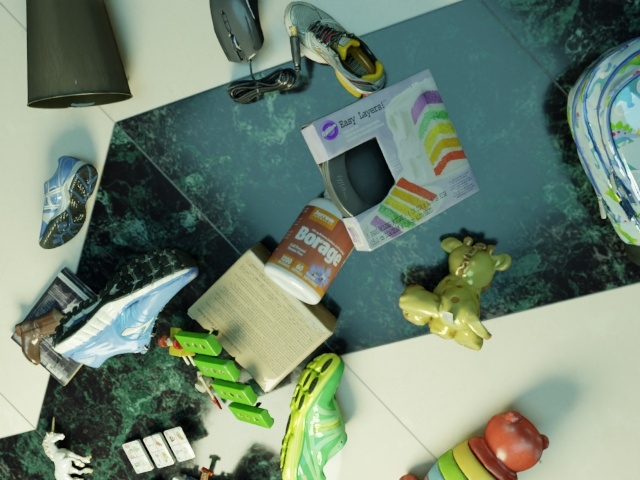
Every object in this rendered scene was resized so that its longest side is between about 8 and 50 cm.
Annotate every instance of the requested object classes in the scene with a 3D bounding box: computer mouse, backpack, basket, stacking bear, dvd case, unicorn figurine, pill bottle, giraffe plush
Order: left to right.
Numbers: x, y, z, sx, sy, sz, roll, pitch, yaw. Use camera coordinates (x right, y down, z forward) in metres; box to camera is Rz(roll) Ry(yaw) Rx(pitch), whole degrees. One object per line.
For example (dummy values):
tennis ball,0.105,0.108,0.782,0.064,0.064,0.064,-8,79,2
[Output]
dvd case,-0.566,0.192,1.306,0.164,0.018,0.221,42,105,0
unicorn figurine,-0.580,0.501,1.346,0.111,0.060,0.162,10,102,6
basket,-0.474,-0.377,1.119,0.204,0.154,0.227,-6,96,12
computer mouse,-0.126,-0.389,1.073,0.184,0.060,0.262,1,102,34
pill bottle,0.000,0.000,1.098,0.121,0.121,0.216,33,75,1
giraffe plush,0.260,0.085,1.099,0.181,0.210,0.170,27,75,6
stacking bear,0.314,0.459,1.160,0.175,0.164,0.289,40,99,-1
backpack,0.570,-0.166,0.966,0.290,0.273,0.355,-29,83,19

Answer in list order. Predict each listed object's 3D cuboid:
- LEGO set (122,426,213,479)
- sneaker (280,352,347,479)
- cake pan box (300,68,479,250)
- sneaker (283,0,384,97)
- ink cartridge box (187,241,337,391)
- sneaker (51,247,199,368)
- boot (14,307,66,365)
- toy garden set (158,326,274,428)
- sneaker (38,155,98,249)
LEGO set,-0.317,0.536,1.334,0.182,0.060,0.244,-24,95,25
sneaker,0.000,0.368,1.224,0.123,0.109,0.295,12,102,-16
cake pan box,0.124,-0.141,1.049,0.267,0.070,0.246,-27,97,-18
sneaker,0.031,-0.356,1.064,0.225,0.093,0.088,38,83,-1
ink cartridge box,-0.115,0.153,1.194,0.193,0.088,0.235,-43,93,15
sneaker,-0.384,0.145,1.228,0.330,0.130,0.147,-36,126,3
boot,-0.599,0.210,1.290,0.114,0.037,0.106,-20,99,8
toy garden set,-0.214,0.268,1.210,0.204,0.049,0.244,-4,124,45
sneaker,-0.536,-0.078,1.229,0.081,0.080,0.211,33,101,19
